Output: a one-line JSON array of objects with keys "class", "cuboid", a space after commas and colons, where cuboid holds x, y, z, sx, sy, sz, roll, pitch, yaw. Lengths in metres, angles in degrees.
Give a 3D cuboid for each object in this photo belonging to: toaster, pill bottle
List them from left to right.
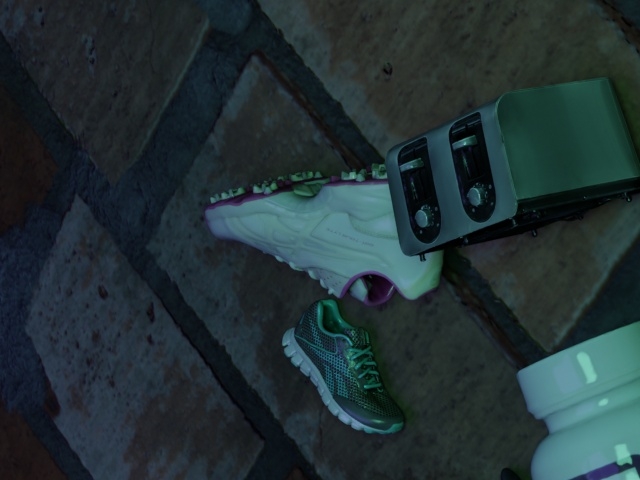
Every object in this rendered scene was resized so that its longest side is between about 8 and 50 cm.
[{"class": "toaster", "cuboid": [0.172, -0.061, 1.703, 0.168, 0.186, 0.110, -22, 81, 55]}, {"class": "pill bottle", "cuboid": [0.278, 0.227, 1.658, 0.169, 0.169, 0.301, -31, 77, 46]}]

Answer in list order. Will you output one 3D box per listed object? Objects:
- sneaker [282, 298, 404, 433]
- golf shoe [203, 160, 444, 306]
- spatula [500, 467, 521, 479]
[{"class": "sneaker", "cuboid": [0.028, 0.124, 1.973, 0.166, 0.065, 0.076, 45, 125, 28]}, {"class": "golf shoe", "cuboid": [0.000, 0.000, 1.937, 0.306, 0.115, 0.140, -3, 101, 48]}, {"class": "spatula", "cuboid": [0.201, 0.288, 1.749, 0.296, 0.030, 0.084, -105, -8, -62]}]
